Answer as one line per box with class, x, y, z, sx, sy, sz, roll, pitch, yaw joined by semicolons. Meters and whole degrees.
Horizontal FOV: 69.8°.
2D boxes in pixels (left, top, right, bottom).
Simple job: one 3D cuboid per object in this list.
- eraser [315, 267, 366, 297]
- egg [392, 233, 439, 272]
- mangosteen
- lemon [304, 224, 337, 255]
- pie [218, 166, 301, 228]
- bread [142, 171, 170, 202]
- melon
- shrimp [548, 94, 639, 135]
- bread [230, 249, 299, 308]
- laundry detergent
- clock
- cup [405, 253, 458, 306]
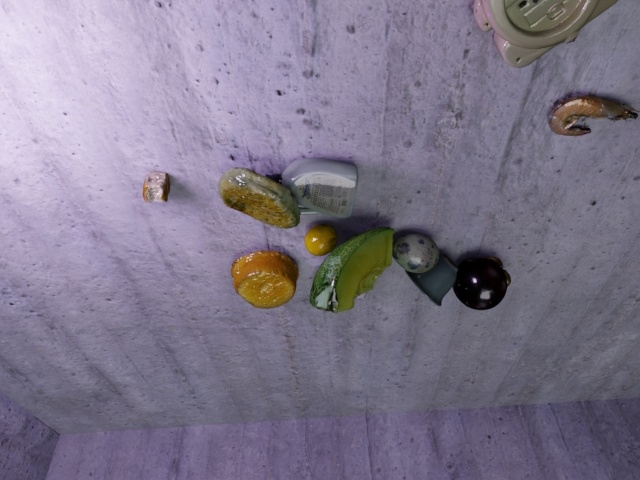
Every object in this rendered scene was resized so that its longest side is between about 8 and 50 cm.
eraser;0.084;0.170;1.833;0.211;0.067;0.124;5;140;-9
egg;0.339;0.046;1.657;0.182;0.141;0.141;14;136;-13
mangosteen;0.637;0.156;1.776;0.250;0.211;0.211;-17;144;-25
lemon;0.000;0.000;1.606;0.133;0.108;0.109;-22;136;32
pie;-0.184;-0.126;1.403;0.277;0.078;0.277;18;160;7
bread;-0.506;-0.163;1.409;0.077;0.083;0.070;1;135;-5
melon;0.097;0.113;1.553;0.331;0.226;0.344;-39;163;32
shrimp;0.777;-0.352;1.314;0.251;0.052;0.143;8;148;-1
bread;-0.203;0.144;1.730;0.269;0.145;0.268;-4;136;-4
laundry detergent;-0.034;-0.158;1.428;0.281;0.105;0.214;1;139;-5
clock;0.473;-0.568;1.003;0.284;0.114;0.310;-33;129;31
cup;0.442;0.128;1.751;0.150;0.199;0.199;-45;126;14
